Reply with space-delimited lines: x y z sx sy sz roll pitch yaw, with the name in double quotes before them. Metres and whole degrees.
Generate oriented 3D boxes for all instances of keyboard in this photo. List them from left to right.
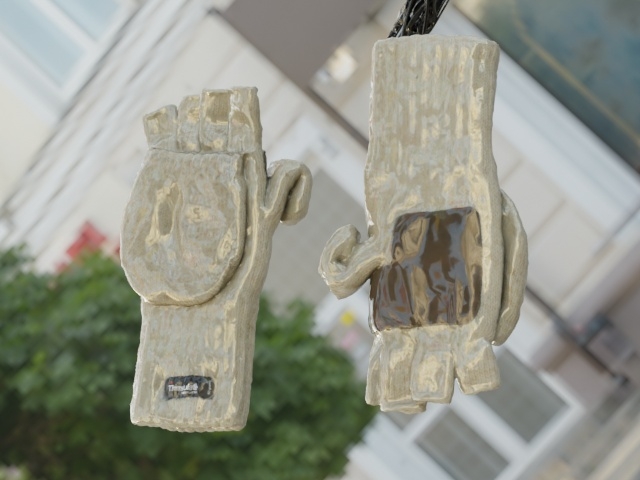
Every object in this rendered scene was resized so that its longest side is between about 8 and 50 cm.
"keyboard" 0.081 -0.194 1.215 0.100 0.038 0.192 -76 14 -50

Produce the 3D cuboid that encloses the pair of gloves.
"pair of gloves" 0.000 0.000 1.057 0.240 0.204 0.042 -9 -12 24
